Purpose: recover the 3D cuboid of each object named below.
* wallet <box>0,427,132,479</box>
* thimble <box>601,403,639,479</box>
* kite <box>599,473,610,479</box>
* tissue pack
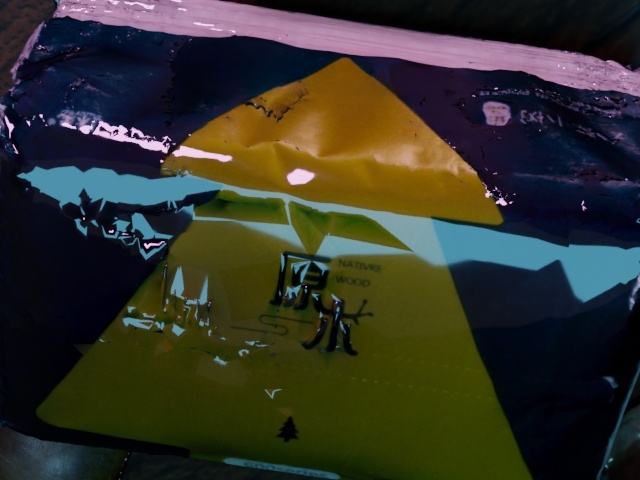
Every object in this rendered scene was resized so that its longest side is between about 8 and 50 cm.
[{"bbox_3d":[-0.217,0.153,1.240,0.137,0.031,0.255,20,122,-9],"label":"wallet"},{"bbox_3d":[0.300,0.207,1.179,0.190,0.137,0.143,-29,117,28],"label":"thimble"},{"bbox_3d":[0.106,0.172,1.173,0.310,0.015,0.169,30,129,15],"label":"kite"},{"bbox_3d":[0.000,0.000,0.992,0.417,0.253,0.264,10,124,-1],"label":"tissue pack"}]
